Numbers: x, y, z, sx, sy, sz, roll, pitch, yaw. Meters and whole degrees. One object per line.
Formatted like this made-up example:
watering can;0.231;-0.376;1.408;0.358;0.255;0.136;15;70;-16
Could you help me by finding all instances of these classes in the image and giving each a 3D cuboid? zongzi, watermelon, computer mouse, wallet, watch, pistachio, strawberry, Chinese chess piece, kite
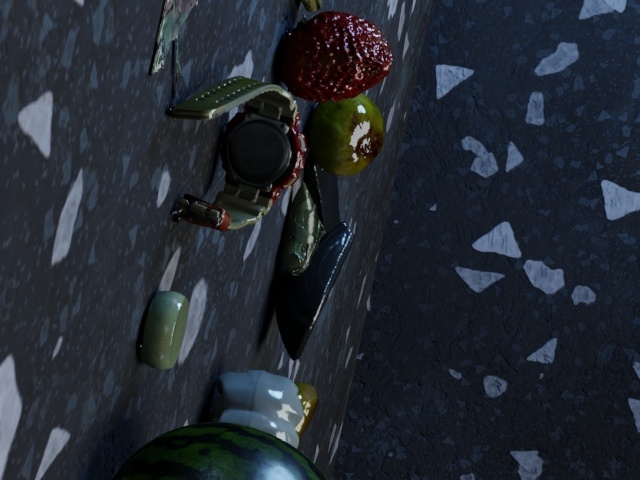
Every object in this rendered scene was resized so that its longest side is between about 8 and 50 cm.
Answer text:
zongzi;-0.036;-0.016;2.040;0.119;0.055;0.109;77;28;-48
watermelon;-0.106;0.330;1.323;0.285;0.285;0.285;13;90;-82
computer mouse;-0.018;0.070;2.115;0.264;0.088;0.147;-60;177;-41
wallet;0.011;-0.076;2.219;0.124;0.025;0.244;-73;162;-45
watch;-0.098;-0.088;1.365;0.268;0.102;0.165;-36;141;-66
pistachio;-0.075;0.314;2.166;0.189;0.100;0.110;-64;145;-23
strawberry;0.023;-0.239;1.700;0.131;0.148;0.131;14;90;-84
Chinese chess piece;-0.164;0.094;1.358;0.084;0.034;0.084;12;90;-84
kite;-0.132;-0.192;1.194;0.139;0.011;0.157;-65;166;-46

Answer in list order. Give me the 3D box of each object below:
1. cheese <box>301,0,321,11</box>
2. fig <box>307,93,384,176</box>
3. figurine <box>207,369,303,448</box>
cheese;-0.015;-0.335;1.714;0.083;0.030;0.044;52;30;-74
fig;0.041;-0.172;2.052;0.153;0.120;0.136;-51;158;-73
figurine;-0.091;0.265;1.823;0.236;0.133;0.176;91;5;-67
